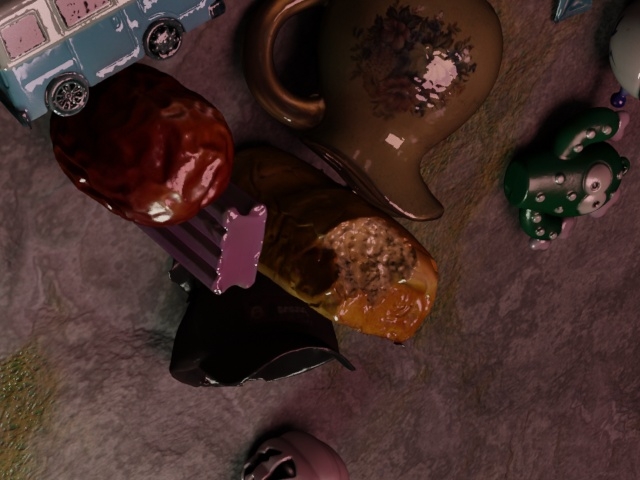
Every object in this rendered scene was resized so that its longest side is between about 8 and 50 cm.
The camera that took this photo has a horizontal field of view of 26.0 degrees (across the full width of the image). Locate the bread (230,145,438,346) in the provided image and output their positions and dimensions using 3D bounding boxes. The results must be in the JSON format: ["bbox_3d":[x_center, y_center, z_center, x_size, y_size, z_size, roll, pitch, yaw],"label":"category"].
[{"bbox_3d":[0.005,-0.004,1.810,0.195,0.344,0.149,18,101,-45],"label":"bread"}]

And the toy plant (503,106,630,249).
[{"bbox_3d":[0.417,-0.104,2.288,0.243,0.112,0.233,-30,136,-12],"label":"toy plant"}]

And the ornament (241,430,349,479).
[{"bbox_3d":[-0.037,0.402,2.230,0.177,0.177,0.178,-24,134,-27],"label":"ornament"}]

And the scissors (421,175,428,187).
[{"bbox_3d":[0.093,-0.144,2.019,0.247,0.017,0.144,18,92,-45],"label":"scissors"}]

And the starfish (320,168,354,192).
[{"bbox_3d":[0.046,-0.042,2.048,0.217,0.050,0.223,-48,140,-9],"label":"starfish"}]

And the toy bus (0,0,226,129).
[{"bbox_3d":[-0.258,-0.267,1.536,0.271,0.133,0.165,-33,133,-16],"label":"toy bus"}]

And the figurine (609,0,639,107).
[{"bbox_3d":[0.565,-0.374,2.164,0.261,0.186,0.382,-19,127,-45],"label":"figurine"}]

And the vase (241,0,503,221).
[{"bbox_3d":[0.053,-0.211,1.792,0.329,0.241,0.302,22,91,-11],"label":"vase"}]

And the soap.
[{"bbox_3d":[-0.156,-0.032,1.755,0.065,0.203,0.122,-12,126,-38],"label":"soap"}]

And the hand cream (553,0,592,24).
[{"bbox_3d":[0.395,-0.430,2.073,0.083,0.048,0.224,-27,140,-28],"label":"hand cream"}]

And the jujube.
[{"bbox_3d":[-0.210,-0.114,1.606,0.174,0.250,0.174,-27,135,-31],"label":"jujube"}]

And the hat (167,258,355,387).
[{"bbox_3d":[-0.081,0.093,1.897,0.238,0.336,0.209,-2,84,-22],"label":"hat"}]
